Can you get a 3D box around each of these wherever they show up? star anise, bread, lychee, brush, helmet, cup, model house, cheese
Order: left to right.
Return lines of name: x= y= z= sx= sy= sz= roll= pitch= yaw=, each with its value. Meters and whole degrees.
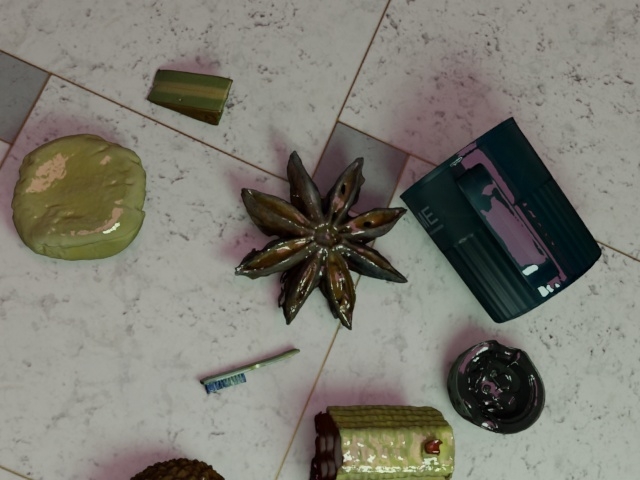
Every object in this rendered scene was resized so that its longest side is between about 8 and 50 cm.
cheese: x=-0.408 y=-0.076 z=1.807 sx=0.226 sy=0.117 sz=0.213 roll=-2 pitch=71 yaw=-7
lychee: x=-0.240 y=0.449 z=1.674 sx=0.200 sy=0.200 sz=0.238 roll=43 pitch=64 yaw=1
bread: x=-0.234 y=-0.267 z=1.899 sx=0.139 sy=0.084 sz=0.074 roll=21 pitch=75 yaw=-5
brush: x=-0.118 y=0.224 z=1.832 sx=0.179 sy=0.033 sz=0.030 roll=-17 pitch=87 yaw=-14
star anise: x=0.002 y=0.000 z=1.868 sx=0.332 sy=0.117 sz=0.331 roll=1 pitch=85 yaw=-13
model house: x=0.099 y=0.343 z=1.733 sx=0.196 sy=0.254 sz=0.160 roll=2 pitch=73 yaw=-11
helmet: x=0.292 y=0.258 z=1.869 sx=0.177 sy=0.107 sz=0.153 roll=29 pitch=69 yaw=-23
cup: x=0.328 y=-0.037 z=1.844 sx=0.242 sy=0.308 sz=0.292 roll=-34 pitch=88 yaw=-23
